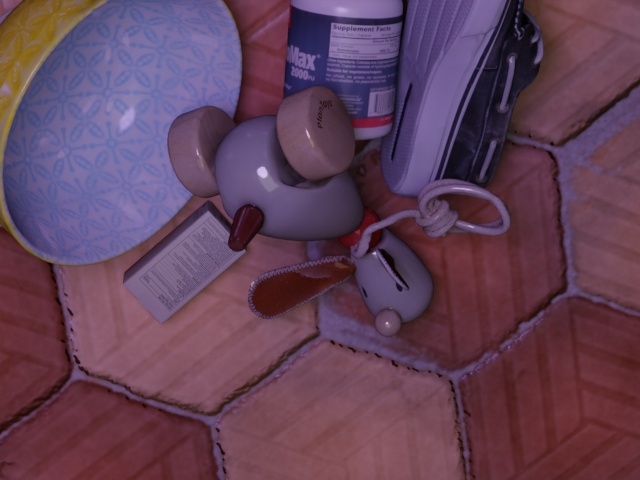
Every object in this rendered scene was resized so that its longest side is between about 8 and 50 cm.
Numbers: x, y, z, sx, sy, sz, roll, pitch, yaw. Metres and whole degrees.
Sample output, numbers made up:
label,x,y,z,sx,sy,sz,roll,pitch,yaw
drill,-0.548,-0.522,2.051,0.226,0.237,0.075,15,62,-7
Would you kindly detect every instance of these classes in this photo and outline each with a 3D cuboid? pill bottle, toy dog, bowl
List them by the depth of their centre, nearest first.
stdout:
label,x,y,z,sx,sy,sz,roll,pitch,yaw
bowl,-0.226,-0.138,1.745,0.156,0.289,0.289,33,107,31
toy dog,0.000,0.000,1.758,0.333,0.161,0.220,30,143,-25
pill bottle,0.022,-0.192,1.787,0.108,0.108,0.180,3,106,-5

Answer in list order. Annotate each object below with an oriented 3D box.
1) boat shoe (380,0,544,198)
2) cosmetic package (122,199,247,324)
label,x,y,z,sx,sy,sz,roll,pitch,yaw
boat shoe,0.147,-0.184,1.779,0.119,0.121,0.335,-2,134,-21
cosmetic package,-0.134,0.021,1.876,0.115,0.041,0.060,-39,106,8
